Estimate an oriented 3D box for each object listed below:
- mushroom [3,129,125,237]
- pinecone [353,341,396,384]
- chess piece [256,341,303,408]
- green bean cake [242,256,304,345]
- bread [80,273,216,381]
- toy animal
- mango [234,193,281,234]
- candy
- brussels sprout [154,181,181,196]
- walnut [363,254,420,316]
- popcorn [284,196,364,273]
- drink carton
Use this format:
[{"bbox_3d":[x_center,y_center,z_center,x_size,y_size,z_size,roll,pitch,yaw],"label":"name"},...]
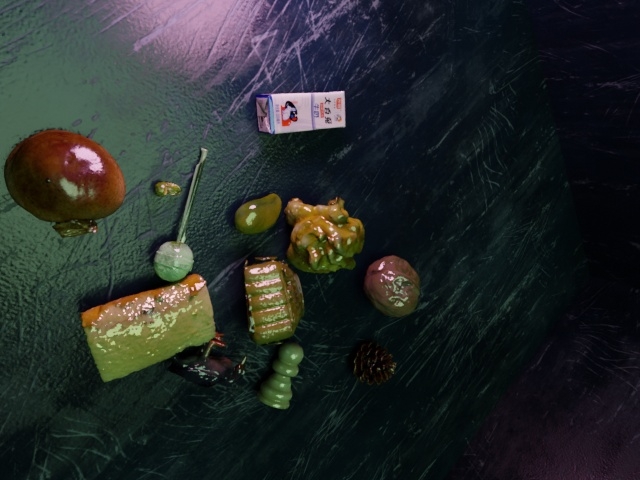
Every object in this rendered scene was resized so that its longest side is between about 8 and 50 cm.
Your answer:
[{"bbox_3d":[-0.658,-0.145,1.102,0.263,0.195,0.282,-22,116,-34],"label":"mushroom"},{"bbox_3d":[0.255,0.581,1.960,0.208,0.208,0.207,-11,111,-32],"label":"pinecone"},{"bbox_3d":[-0.150,0.536,1.713,0.144,0.144,0.251,26,83,-37],"label":"chess piece"},{"bbox_3d":[-0.170,0.213,1.535,0.202,0.285,0.309,-8,86,-8],"label":"green bean cake"},{"bbox_3d":[-0.531,0.262,1.335,0.376,0.165,0.236,-17,118,-30],"label":"bread"},{"bbox_3d":[-0.407,0.434,1.501,0.299,0.122,0.185,7,101,-35],"label":"toy animal"},{"bbox_3d":[-0.217,-0.087,1.490,0.191,0.086,0.122,-22,113,-26],"label":"mango"},{"bbox_3d":[-0.428,-0.083,1.352,0.119,0.119,0.439,18,86,-37],"label":"candy"},{"bbox_3d":[-0.480,-0.159,1.311,0.046,0.051,0.083,-51,159,25],"label":"brussels sprout"},{"bbox_3d":[0.320,0.205,1.861,0.273,0.273,0.227,25,122,-37],"label":"walnut"},{"bbox_3d":[0.007,0.009,1.561,0.326,0.290,0.321,-35,131,13],"label":"popcorn"},{"bbox_3d":[-0.063,-0.451,1.471,0.315,0.107,0.130,-16,115,-32],"label":"drink carton"}]
